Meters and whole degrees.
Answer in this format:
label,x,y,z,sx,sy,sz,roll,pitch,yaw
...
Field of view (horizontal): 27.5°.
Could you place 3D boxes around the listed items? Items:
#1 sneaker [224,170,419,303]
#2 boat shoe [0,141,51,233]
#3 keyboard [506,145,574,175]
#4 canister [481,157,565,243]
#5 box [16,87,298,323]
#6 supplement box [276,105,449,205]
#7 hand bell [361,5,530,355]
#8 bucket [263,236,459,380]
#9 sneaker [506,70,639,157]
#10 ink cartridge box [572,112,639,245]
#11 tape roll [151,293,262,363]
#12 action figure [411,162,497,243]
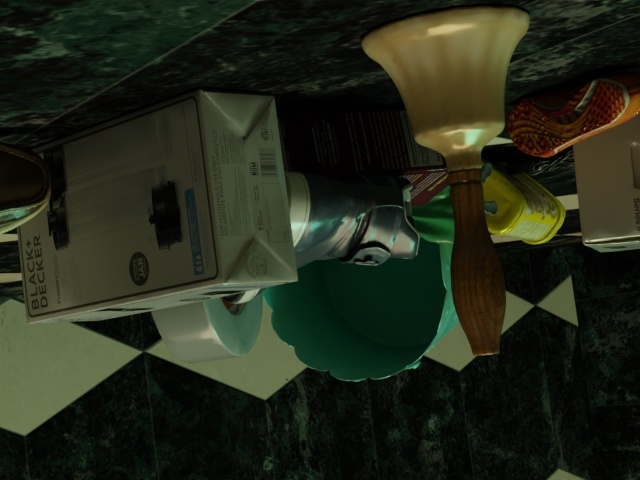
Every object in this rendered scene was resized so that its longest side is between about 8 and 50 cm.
label,x,y,z,sx,sy,sz,roll,pitch,yaw
sneaker,0.001,0.002,1.240,0.163,0.086,0.226,-1,161,-25
boat shoe,-0.334,-0.048,1.061,0.257,0.095,0.095,-4,168,-32
keyboard,0.324,-0.121,1.622,0.192,0.038,0.100,-11,-163,27
canister,0.239,-0.054,1.707,0.073,0.126,0.170,-54,157,14
box,-0.159,-0.022,1.176,0.290,0.169,0.087,-11,174,44
supplement box,0.017,-0.076,1.281,0.239,0.073,0.130,-5,166,-22
hand bell,0.107,-0.037,0.953,0.126,0.242,0.126,-7,174,-1
bucket,0.072,0.044,1.772,0.281,0.281,0.183,-10,180,25
sneaker,0.250,-0.121,1.270,0.067,0.064,0.175,-16,-176,-35
ink cartridge box,0.331,-0.070,1.423,0.093,0.154,0.212,-7,176,15
tape roll,-0.145,0.042,1.643,0.072,0.219,0.219,-9,175,18
action figure,0.101,-0.056,1.606,0.232,0.137,0.063,0,-168,34
